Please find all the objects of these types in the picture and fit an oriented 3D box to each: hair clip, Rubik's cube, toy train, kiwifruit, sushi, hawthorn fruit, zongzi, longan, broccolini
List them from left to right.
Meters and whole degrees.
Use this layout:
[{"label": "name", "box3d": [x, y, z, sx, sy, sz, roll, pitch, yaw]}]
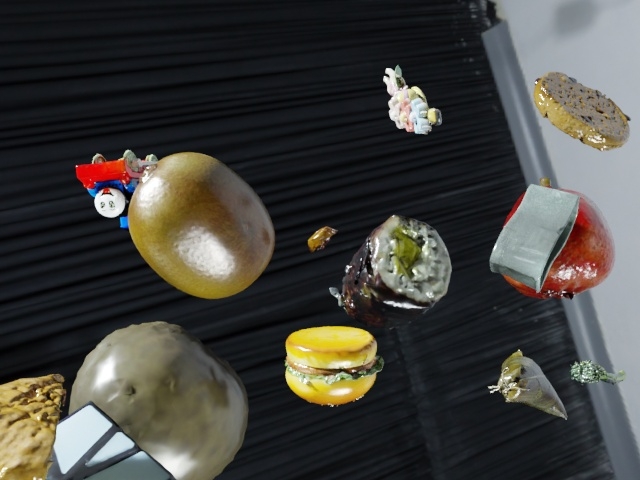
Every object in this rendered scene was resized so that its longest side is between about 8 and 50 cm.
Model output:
[{"label": "Rubik's cube", "box3d": [-0.388, 0.494, 0.944, 0.294, 0.289, 0.283, 18, 127, 37]}, {"label": "toy train", "box3d": [-0.315, -0.080, 0.979, 0.204, 0.083, 0.130, -22, -73, -83]}, {"label": "longan", "box3d": [-0.388, 0.416, 1.412, 0.435, 0.404, 0.404, 54, 168, -28]}, {"label": "kiwifruit", "box3d": [-0.182, -0.025, 0.888, 0.234, 0.196, 0.196, 53, 169, -30]}, {"label": "sushi", "box3d": [0.000, 0.000, 1.595, 0.099, 0.050, 0.047, -35, 103, 35]}, {"label": "sushi", "box3d": [0.224, 0.115, 1.801, 0.281, 0.299, 0.294, 33, 150, -5]}, {"label": "hair clip", "box3d": [0.152, -0.213, 0.986, 0.214, 0.056, 0.062, -100, -7, -74]}, {"label": "zongzi", "box3d": [0.464, 0.343, 1.262, 0.084, 0.187, 0.184, -46, 76, 22]}, {"label": "hawthorn fruit", "box3d": [0.566, -0.011, 1.413, 0.265, 0.266, 0.307, 145, 134, -65]}, {"label": "broccolini", "box3d": [0.588, 0.277, 1.207, 0.051, 0.239, 0.054, 13, 88, 49]}]

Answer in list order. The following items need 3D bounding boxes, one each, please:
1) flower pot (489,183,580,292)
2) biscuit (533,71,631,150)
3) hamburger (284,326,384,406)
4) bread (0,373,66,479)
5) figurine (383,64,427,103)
[{"label": "flower pot", "box3d": [0.448, -0.007, 1.219, 0.108, 0.229, 0.103, 22, 149, 30]}, {"label": "biscuit", "box3d": [0.712, -0.351, 1.602, 0.295, 0.296, 0.075, 62, 143, 30]}, {"label": "hamburger", "box3d": [0.029, 0.312, 1.423, 0.246, 0.246, 0.169, -163, 72, -63]}, {"label": "bread", "box3d": [-0.426, 0.283, 0.791, 0.229, 0.140, 0.143, -144, 61, -65]}, {"label": "figurine", "box3d": [0.212, -0.386, 1.504, 0.187, 0.083, 0.083, -113, 23, -46]}]
